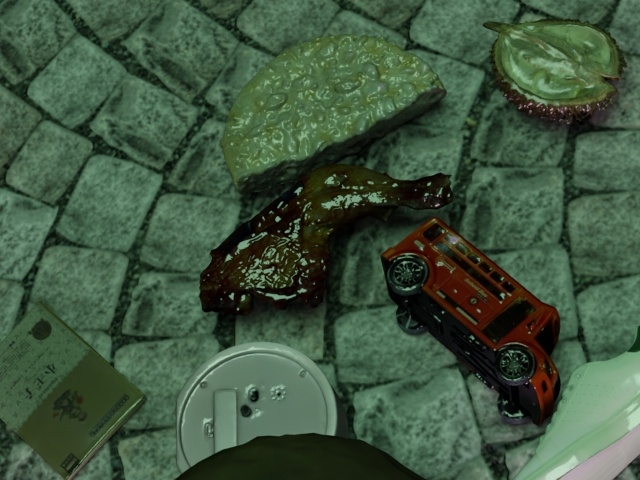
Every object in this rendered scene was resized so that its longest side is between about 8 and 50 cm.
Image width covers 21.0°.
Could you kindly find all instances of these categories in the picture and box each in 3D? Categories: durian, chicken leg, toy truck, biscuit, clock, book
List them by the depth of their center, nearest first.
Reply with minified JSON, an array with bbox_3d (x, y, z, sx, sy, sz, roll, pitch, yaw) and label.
[{"bbox_3d":[0.183,0.090,1.944,0.114,0.107,0.252,-40,60,-17],"label":"toy truck"},{"bbox_3d":[-0.069,0.218,1.973,0.197,0.068,0.197,-6,64,12],"label":"clock"},{"bbox_3d":[-0.004,-0.008,2.029,0.322,0.083,0.177,-37,44,-6],"label":"chicken leg"},{"bbox_3d":[0.269,-0.203,2.067,0.188,0.091,0.148,37,67,14],"label":"durian"},{"bbox_3d":[-0.322,0.180,2.084,0.198,0.016,0.138,38,80,26],"label":"book"},{"bbox_3d":[0.005,-0.172,2.128,0.281,0.084,0.179,-22,58,1],"label":"biscuit"}]

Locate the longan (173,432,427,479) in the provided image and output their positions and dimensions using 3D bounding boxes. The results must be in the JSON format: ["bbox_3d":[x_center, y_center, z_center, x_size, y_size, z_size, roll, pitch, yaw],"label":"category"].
[{"bbox_3d":[-0.031,0.401,1.701,0.404,0.404,0.436,29,68,24],"label":"longan"}]

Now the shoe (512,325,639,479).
[{"bbox_3d":[0.295,0.196,1.882,0.265,0.095,0.110,-33,56,-8],"label":"shoe"}]
